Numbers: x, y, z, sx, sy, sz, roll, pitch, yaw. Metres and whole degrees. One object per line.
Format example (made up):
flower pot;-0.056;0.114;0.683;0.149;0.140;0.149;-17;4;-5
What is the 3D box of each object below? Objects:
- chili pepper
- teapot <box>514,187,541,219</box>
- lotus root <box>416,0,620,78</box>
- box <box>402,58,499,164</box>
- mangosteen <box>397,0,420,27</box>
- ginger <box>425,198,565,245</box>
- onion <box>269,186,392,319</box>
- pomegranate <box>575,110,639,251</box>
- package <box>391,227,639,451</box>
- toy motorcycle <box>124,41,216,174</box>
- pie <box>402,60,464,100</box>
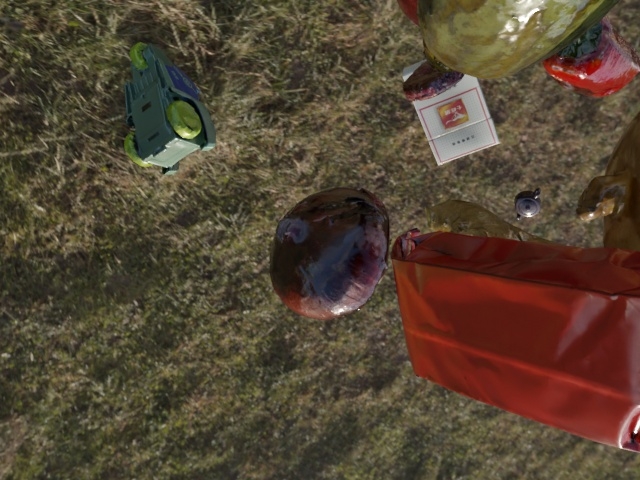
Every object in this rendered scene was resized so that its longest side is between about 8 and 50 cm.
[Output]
chili pepper;0.458;-0.330;1.016;0.131;0.134;0.338;-40;159;32
teapot;0.541;-0.095;1.504;0.068;0.045;0.100;26;130;-3
lotus root;0.176;-0.236;0.476;0.173;0.173;0.309;-25;164;-24
box;0.421;-0.431;1.856;0.210;0.095;0.330;-18;118;21
mangosteen;0.195;-0.453;0.903;0.235;0.261;0.235;-33;149;-23
ginger;0.402;0.005;1.269;0.363;0.348;0.122;9;117;-4
onion;0.000;0.000;1.064;0.272;0.272;0.195;-52;132;-4
pomegranate;0.581;-0.049;0.832;0.411;0.411;0.411;-15;119;-29
package;0.234;0.097;0.679;0.123;0.423;0.196;-25;112;-34
toy motorcycle;-0.390;-0.350;1.502;0.191;0.326;0.200;-25;159;29
pie;0.233;-0.336;1.164;0.153;0.153;0.038;-45;119;-10
